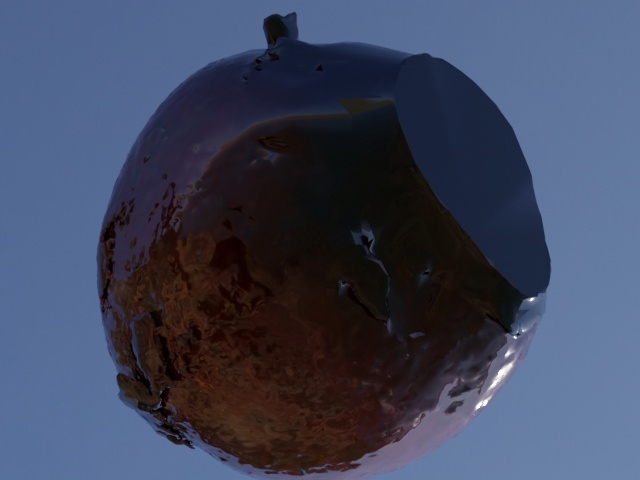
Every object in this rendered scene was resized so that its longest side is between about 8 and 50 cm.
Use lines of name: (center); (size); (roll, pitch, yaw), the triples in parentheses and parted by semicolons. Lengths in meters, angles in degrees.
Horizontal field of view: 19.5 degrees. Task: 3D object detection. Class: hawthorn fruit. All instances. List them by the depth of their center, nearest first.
hawthorn fruit: (0.004, 0.016, 1.212); (0.316, 0.316, 0.316); (3, -69, 8)
